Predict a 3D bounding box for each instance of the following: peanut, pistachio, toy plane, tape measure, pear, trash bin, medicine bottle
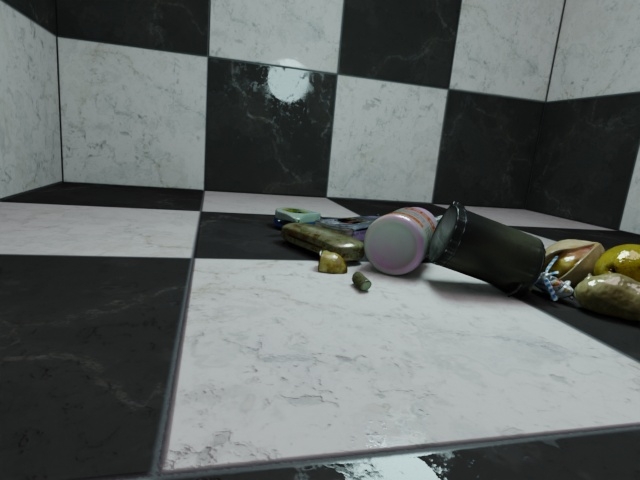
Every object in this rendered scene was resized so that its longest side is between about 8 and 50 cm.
[{"bbox_3d":[0.874,0.163,1.236,0.225,0.129,0.129,14,15,28],"label":"peanut"},{"bbox_3d":[0.906,0.077,1.509,0.299,0.187,0.188,-5,16,-40],"label":"pistachio"},{"bbox_3d":[0.721,0.142,1.423,0.182,0.107,0.273,-50,17,-23],"label":"toy plane"},{"bbox_3d":[-0.162,-0.099,2.068,0.215,0.097,0.351,16,13,33],"label":"tape measure"},{"bbox_3d":[0.980,0.106,1.334,0.209,0.208,0.209,5,12,-1],"label":"pear"},{"bbox_3d":[0.534,0.028,1.375,0.302,0.252,0.203,20,-30,-2],"label":"trash bin"},{"bbox_3d":[0.321,-0.012,1.599,0.219,0.219,0.388,10,12,23],"label":"medicine bottle"}]

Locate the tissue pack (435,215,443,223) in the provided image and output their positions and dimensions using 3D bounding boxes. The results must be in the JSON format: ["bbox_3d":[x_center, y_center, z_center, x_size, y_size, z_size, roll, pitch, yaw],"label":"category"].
[{"bbox_3d":[0.492,-0.029,1.896,0.148,0.156,0.209,12,15,38],"label":"tissue pack"}]

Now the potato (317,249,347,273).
[{"bbox_3d":[0.046,0.073,1.458,0.103,0.066,0.096,8,16,3],"label":"potato"}]

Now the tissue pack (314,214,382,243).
[{"bbox_3d":[0.181,-0.040,1.876,0.362,0.121,0.259,-6,12,-39],"label":"tissue pack"}]

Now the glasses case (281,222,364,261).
[{"bbox_3d":[0.000,0.000,1.687,0.157,0.097,0.425,-2,13,-38],"label":"glasses case"}]

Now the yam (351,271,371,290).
[{"bbox_3d":[0.125,0.126,1.296,0.043,0.043,0.094,1,14,-17],"label":"yam"}]
